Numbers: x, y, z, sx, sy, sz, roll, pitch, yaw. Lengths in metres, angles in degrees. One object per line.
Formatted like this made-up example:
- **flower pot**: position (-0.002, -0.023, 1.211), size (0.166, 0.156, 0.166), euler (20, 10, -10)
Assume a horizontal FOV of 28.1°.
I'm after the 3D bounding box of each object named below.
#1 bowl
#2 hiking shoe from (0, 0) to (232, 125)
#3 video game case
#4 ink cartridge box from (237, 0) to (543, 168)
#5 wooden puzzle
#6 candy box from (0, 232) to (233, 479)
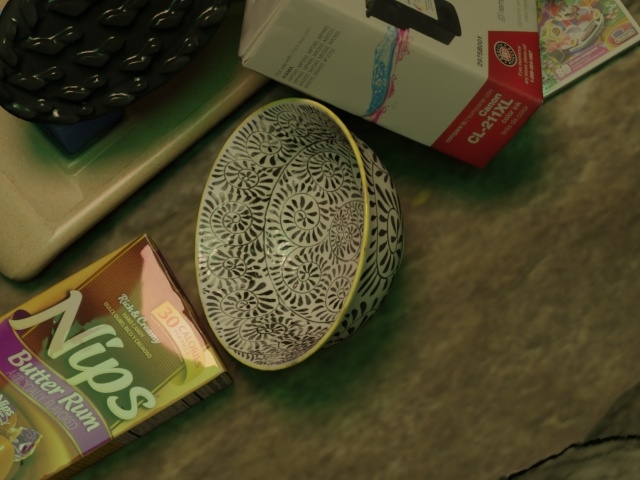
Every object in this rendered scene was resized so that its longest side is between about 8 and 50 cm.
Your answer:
- **bowl**: position (0.000, 0.000, 0.814), size (0.080, 0.170, 0.170), euler (9, 72, -40)
- **hiking shoe**: position (-0.101, -0.202, 0.807), size (0.113, 0.132, 0.304), euler (39, 93, -31)
- **video game case**: position (0.157, -0.168, 0.894), size (0.087, 0.011, 0.122), euler (-31, 77, -4)
- **ink cartridge box**: position (0.046, -0.140, 0.805), size (0.175, 0.072, 0.127), euler (21, 48, -19)
- **wooden puzzle**: position (-0.182, -0.197, 0.884), size (0.348, 0.080, 0.322), euler (-42, 78, -7)
- **candy box**: position (-0.164, 0.090, 0.830), size (0.186, 0.053, 0.109), euler (-31, 76, -6)
